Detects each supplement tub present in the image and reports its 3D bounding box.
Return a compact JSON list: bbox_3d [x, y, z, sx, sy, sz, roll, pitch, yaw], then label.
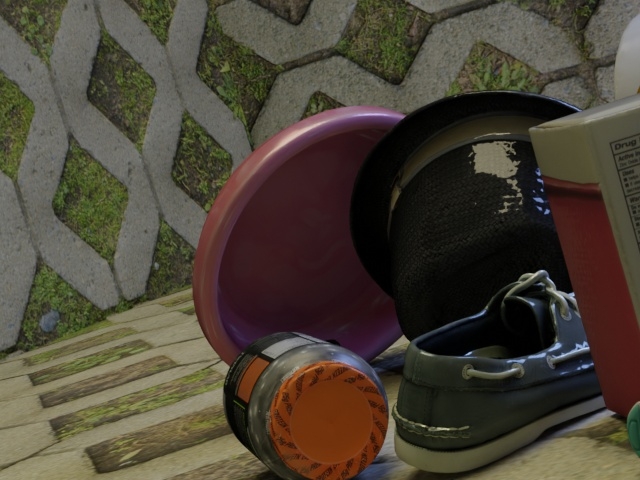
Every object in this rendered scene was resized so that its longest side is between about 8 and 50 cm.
[{"bbox_3d":[-0.012,0.139,1.198,0.117,0.117,0.190,-18,5,-12],"label":"supplement tub"}]

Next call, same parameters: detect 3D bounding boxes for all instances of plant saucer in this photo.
[{"bbox_3d":[0.000,0.000,1.576,0.332,0.332,0.084,-19,37,-27],"label":"plant saucer"}]

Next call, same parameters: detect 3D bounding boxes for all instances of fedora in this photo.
[{"bbox_3d":[0.171,0.016,1.440,0.334,0.334,0.153,-15,38,27],"label":"fedora"}]

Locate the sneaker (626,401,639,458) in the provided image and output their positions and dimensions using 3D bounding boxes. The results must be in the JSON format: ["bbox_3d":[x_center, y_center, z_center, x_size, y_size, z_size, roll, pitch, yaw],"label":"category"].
[{"bbox_3d":[0.283,0.101,0.934,0.166,0.065,0.076,-13,1,24],"label":"sneaker"}]

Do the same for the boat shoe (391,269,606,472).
[{"bbox_3d":[0.181,0.080,1.160,0.319,0.099,0.116,-23,26,-38],"label":"boat shoe"}]

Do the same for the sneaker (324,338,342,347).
[{"bbox_3d":[0.011,0.135,1.513,0.074,0.063,0.170,-26,4,-29],"label":"sneaker"}]

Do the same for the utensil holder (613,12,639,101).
[{"bbox_3d":[0.587,-0.187,1.691,0.385,0.328,0.327,-14,5,44],"label":"utensil holder"}]

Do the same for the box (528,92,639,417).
[{"bbox_3d":[0.266,0.004,1.060,0.148,0.232,0.127,-17,5,-9],"label":"box"}]

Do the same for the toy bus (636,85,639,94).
[{"bbox_3d":[0.404,-0.116,1.424,0.190,0.104,0.202,6,9,10],"label":"toy bus"}]
